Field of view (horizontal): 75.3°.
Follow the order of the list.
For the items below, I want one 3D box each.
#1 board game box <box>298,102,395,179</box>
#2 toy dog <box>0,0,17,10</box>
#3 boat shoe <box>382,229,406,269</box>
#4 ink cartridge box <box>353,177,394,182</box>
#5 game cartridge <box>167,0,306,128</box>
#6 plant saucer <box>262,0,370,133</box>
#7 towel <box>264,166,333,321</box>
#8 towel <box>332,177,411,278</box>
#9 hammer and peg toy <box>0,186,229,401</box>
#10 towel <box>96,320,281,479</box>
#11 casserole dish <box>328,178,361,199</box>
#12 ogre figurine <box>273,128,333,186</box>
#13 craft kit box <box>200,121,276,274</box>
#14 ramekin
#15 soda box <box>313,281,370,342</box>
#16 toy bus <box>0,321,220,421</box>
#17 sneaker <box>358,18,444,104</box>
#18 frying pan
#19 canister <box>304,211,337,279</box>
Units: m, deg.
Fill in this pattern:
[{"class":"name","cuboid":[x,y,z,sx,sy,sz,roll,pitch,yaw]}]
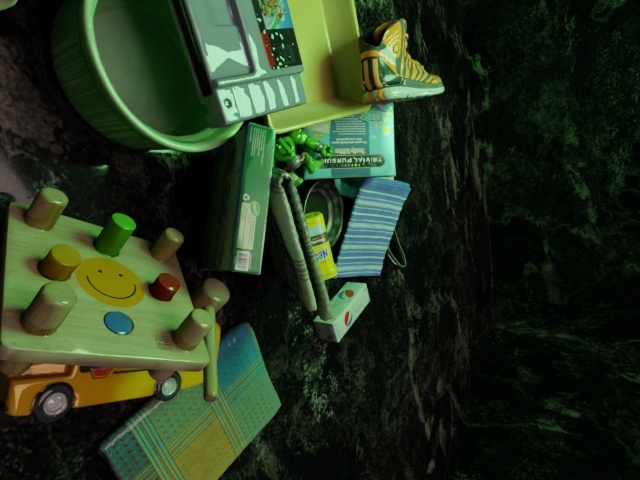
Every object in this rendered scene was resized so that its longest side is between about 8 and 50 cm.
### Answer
[{"class":"board game box","cuboid":[0.065,-0.335,1.111,0.254,0.079,0.335,-4,97,-13]},{"class":"toy dog","cuboid":[-0.371,-0.495,0.397,0.396,0.285,0.407,-18,91,-24]},{"class":"boat shoe","cuboid":[0.231,-0.040,1.472,0.112,0.096,0.335,-46,127,-40]},{"class":"ink cartridge box","cuboid":[0.168,-0.246,1.335,0.175,0.073,0.127,11,75,-57]},{"class":"game cartridge","cuboid":[-0.140,-0.385,0.680,0.230,0.068,0.354,-33,116,-42]},{"class":"plant saucer","cuboid":[-0.044,-0.417,0.888,0.333,0.081,0.332,-28,112,-40]},{"class":"towel","cuboid":[-0.088,-0.011,0.875,0.056,0.312,0.324,-25,116,-17]},{"class":"towel","cuboid":[0.167,-0.035,1.324,0.243,0.040,0.335,2,109,-47]},{"class":"hammer and peg toy","cuboid":[-0.255,0.083,0.609,0.361,0.266,0.127,24,114,-45]},{"class":"towel","cuboid":[-0.241,0.377,0.866,0.370,0.040,0.271,-38,121,-46]},{"class":"casserole dish","cuboid":[0.078,-0.190,1.299,0.188,0.037,0.114,9,84,-56]},{"class":"ogre figurine","cuboid":[-0.070,-0.198,1.011,0.118,0.197,0.097,51,8,-16]},{"class":"craft kit box","cuboid":[-0.163,-0.063,0.781,0.061,0.247,0.249,9,84,-29]},{"class":"ramekin","cuboid":[-0.272,-0.293,0.688,0.303,0.148,0.303,-4,95,-55]},{"class":"soda box","cuboid":[0.069,0.213,1.272,0.216,0.074,0.069,-41,124,-46]},{"class":"toy bus","cuboid":[-0.324,0.191,0.670,0.333,0.108,0.130,17,78,-55]},{"class":"sneaker","cuboid":[0.206,-0.435,1.008,0.321,0.125,0.179,-26,111,-49]},{"class":"frying pan","cuboid":[0.016,-0.014,1.204,0.197,0.053,0.325,-36,122,-48]},{"class":"canister","cuboid":[-0.035,0.022,1.080,0.126,0.073,0.169,-17,108,-10]}]
